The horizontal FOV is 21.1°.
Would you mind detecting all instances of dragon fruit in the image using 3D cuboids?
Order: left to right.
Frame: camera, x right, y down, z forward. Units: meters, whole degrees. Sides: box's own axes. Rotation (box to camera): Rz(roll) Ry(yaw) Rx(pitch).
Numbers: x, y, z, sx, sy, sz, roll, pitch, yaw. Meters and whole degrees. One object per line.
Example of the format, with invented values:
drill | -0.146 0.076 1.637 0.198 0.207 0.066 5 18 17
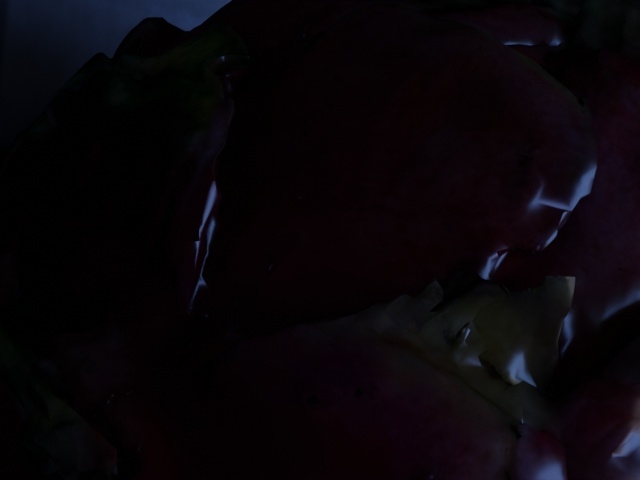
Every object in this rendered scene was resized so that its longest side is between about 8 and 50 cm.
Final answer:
dragon fruit | 0.021 0.062 0.568 0.329 0.329 0.329 7 90 -69
